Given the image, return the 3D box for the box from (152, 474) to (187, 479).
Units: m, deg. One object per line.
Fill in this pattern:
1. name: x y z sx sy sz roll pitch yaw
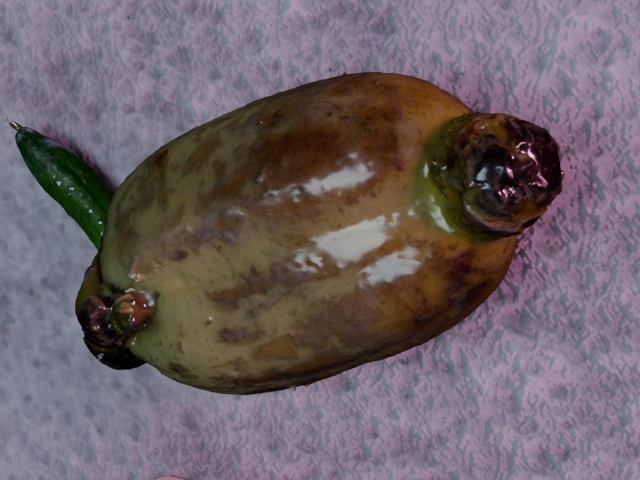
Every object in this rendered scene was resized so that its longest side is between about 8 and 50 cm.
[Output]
1. box: -0.107 0.215 0.695 0.164 0.256 0.069 7 96 29

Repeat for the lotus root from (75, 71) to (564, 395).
1. lotus root: 0.000 0.000 0.679 0.309 0.173 0.173 -18 85 30

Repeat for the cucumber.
1. cucumber: -0.171 -0.035 0.839 0.155 0.037 0.037 47 114 17
